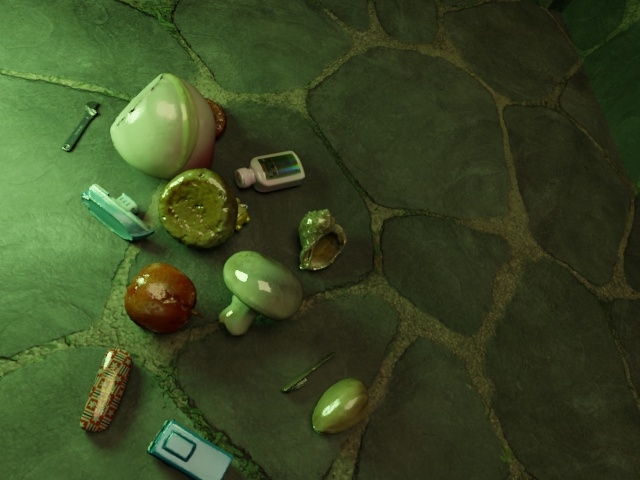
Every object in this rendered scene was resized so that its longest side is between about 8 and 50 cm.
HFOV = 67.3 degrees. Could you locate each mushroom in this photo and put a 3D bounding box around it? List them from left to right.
[{"bbox_3d":[-0.176,0.154,1.314,0.243,0.243,0.244,9,61,-17],"label":"mushroom"}]

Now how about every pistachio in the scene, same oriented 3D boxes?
[{"bbox_3d":[0.058,0.448,1.293,0.185,0.108,0.126,-38,58,-25],"label":"pistachio"}]

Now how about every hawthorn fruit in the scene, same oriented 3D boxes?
[{"bbox_3d":[-0.390,0.157,1.224,0.200,0.179,0.179,29,57,-7],"label":"hawthorn fruit"}]

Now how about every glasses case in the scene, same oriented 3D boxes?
[{"bbox_3d":[-0.507,0.355,1.149,0.073,0.049,0.195,17,59,-13],"label":"glasses case"}]

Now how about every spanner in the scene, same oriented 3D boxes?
[{"bbox_3d":[-0.726,-0.350,1.457,0.046,0.012,0.209,21,59,-10],"label":"spanner"}]

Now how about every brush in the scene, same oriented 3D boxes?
[{"bbox_3d":[-0.027,0.372,1.339,0.190,0.034,0.028,-30,87,-31],"label":"brush"}]

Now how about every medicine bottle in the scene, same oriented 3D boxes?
[{"bbox_3d":[-0.167,-0.221,1.569,0.219,0.078,0.115,-16,72,-28],"label":"medicine bottle"}]

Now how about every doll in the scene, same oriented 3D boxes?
[{"bbox_3d":[-0.291,-0.101,1.467,0.162,0.062,0.106,42,58,2],"label":"doll"}]

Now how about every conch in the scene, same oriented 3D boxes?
[{"bbox_3d":[0.000,0.000,1.489,0.155,0.130,0.207,17,72,3],"label":"conch"}]

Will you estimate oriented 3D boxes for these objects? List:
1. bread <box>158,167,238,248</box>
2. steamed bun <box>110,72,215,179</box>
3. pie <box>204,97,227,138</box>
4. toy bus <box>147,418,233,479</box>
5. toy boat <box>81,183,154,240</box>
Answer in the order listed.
[{"bbox_3d":[-0.345,-0.090,1.370,0.229,0.123,0.230,0,99,-2],"label":"bread"},{"bbox_3d":[-0.427,-0.303,1.403,0.309,0.309,0.310,9,61,-17],"label":"steamed bun"},{"bbox_3d":[-0.399,-0.403,1.592,0.182,0.050,0.183,10,59,-16],"label":"pie"},{"bbox_3d":[-0.304,0.498,1.121,0.184,0.106,0.090,32,59,-3],"label":"toy bus"},{"bbox_3d":[-0.553,-0.084,1.341,0.215,0.088,0.102,38,53,2],"label":"toy boat"}]
